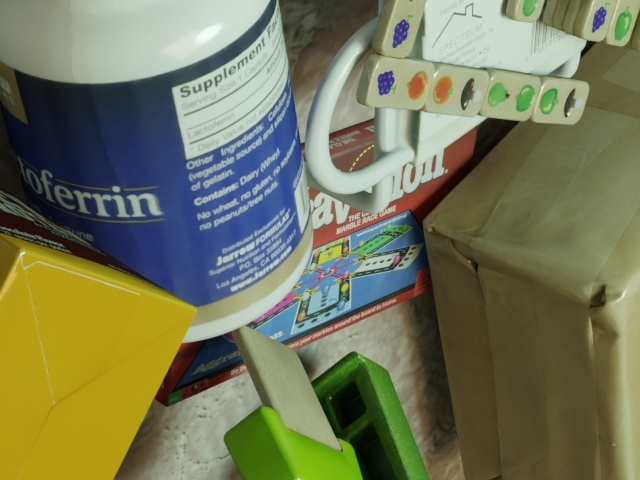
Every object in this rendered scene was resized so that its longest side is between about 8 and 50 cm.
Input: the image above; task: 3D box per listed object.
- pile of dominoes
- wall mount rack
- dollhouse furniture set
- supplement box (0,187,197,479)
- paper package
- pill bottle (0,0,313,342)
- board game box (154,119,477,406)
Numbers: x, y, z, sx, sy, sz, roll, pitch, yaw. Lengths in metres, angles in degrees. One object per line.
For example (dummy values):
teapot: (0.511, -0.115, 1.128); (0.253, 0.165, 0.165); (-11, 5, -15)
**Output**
pile of dominoes: (0.135, -0.159, 1.104); (0.251, 0.040, 0.196); (-1, 112, -53)
wall mount rack: (0.070, -0.192, 1.147); (0.350, 0.130, 0.304); (-35, 140, -37)
dollhouse furniture set: (-0.097, 0.198, 1.255); (0.301, 0.151, 0.197); (-39, 142, 19)
supplement box: (-0.202, 0.063, 0.927); (0.129, 0.194, 0.191); (22, 95, -54)
paper package: (0.243, 0.022, 1.439); (0.325, 0.168, 0.309); (-45, 143, -31)
pill bottle: (-0.093, -0.087, 0.996); (0.153, 0.153, 0.264); (-37, 137, -30)
board game box: (0.000, 0.000, 1.273); (0.281, 0.027, 0.145); (-22, 128, -41)
